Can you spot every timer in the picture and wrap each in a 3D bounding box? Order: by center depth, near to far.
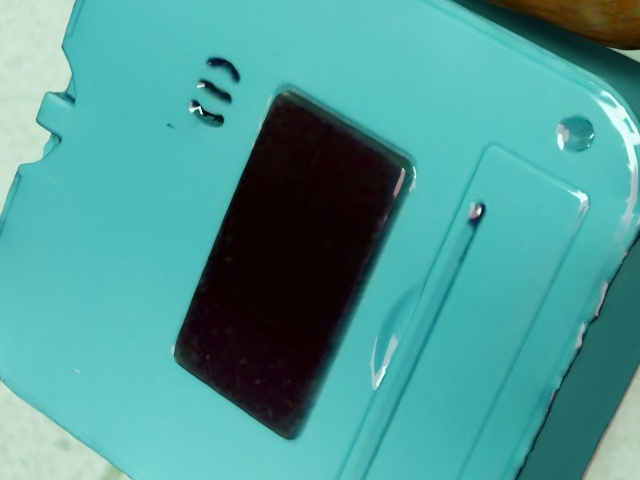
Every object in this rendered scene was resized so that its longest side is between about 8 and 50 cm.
[{"bbox_3d":[0.000,0.000,0.697,0.250,0.091,0.231,31,111,21],"label":"timer"}]

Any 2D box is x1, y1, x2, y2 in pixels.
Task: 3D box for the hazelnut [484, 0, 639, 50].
[{"bbox_3d":[0.088,-0.142,0.572,0.182,0.182,0.182,4,104,17],"label":"hazelnut"}]
